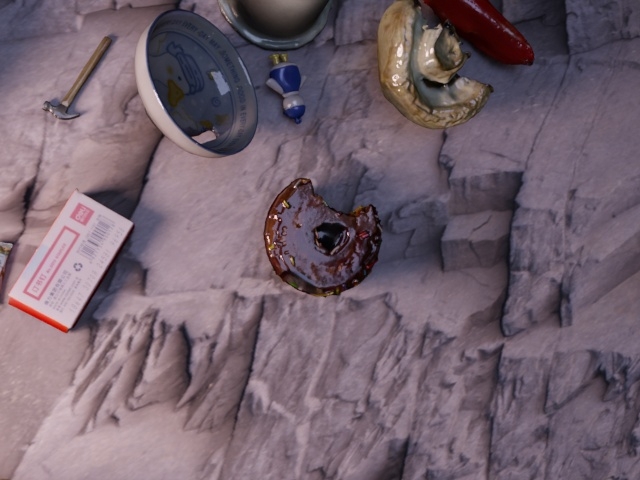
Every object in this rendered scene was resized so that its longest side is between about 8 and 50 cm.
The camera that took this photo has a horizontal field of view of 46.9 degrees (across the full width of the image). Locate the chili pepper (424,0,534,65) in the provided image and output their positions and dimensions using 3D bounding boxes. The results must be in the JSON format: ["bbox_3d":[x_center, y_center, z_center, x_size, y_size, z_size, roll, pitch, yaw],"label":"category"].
[{"bbox_3d":[0.300,-0.493,1.548,0.387,0.110,0.110,41,75,-10],"label":"chili pepper"}]

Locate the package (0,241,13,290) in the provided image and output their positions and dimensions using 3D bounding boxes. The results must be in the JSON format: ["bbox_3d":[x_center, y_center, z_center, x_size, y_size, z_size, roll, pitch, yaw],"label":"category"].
[{"bbox_3d":[-0.562,0.056,1.275,0.037,0.015,0.110,14,82,-21],"label":"package"}]

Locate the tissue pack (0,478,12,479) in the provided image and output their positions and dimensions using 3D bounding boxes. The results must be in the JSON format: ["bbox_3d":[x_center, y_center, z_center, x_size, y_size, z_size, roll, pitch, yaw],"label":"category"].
[{"bbox_3d":[-0.585,0.421,1.142,0.222,0.186,0.090,3,71,-16],"label":"tissue pack"}]

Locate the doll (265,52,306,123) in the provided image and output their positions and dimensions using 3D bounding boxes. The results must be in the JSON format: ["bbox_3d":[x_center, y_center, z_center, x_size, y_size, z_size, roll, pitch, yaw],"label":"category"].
[{"bbox_3d":[-0.062,-0.297,1.443,0.098,0.057,0.143,-18,91,-38],"label":"doll"}]

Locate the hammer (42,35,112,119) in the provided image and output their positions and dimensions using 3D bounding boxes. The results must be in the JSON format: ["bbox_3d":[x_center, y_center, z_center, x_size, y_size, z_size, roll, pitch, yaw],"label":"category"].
[{"bbox_3d":[-0.433,-0.298,1.351,0.062,0.017,0.182,32,75,-12],"label":"hammer"}]

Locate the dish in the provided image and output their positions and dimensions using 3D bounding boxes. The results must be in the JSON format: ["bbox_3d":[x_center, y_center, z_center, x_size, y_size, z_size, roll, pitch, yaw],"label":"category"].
[{"bbox_3d":[-0.251,-0.264,1.343,0.273,0.133,0.273,29,51,-44],"label":"dish"}]

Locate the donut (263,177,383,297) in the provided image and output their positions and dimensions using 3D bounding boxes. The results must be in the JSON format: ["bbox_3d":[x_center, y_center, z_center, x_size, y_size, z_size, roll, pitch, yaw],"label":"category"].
[{"bbox_3d":[-0.001,0.000,1.410,0.230,0.096,0.216,11,84,-16],"label":"donut"}]

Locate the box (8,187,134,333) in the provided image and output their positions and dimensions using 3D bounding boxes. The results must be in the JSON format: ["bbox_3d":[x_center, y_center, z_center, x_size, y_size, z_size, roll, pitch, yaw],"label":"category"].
[{"bbox_3d":[-0.436,0.038,1.297,0.123,0.050,0.229,30,77,-10],"label":"box"}]

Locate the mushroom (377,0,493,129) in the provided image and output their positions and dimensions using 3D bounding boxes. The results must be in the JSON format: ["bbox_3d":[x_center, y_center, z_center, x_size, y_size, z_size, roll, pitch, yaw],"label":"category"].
[{"bbox_3d":[0.192,-0.336,1.463,0.164,0.189,0.267,-45,122,-2],"label":"mushroom"}]

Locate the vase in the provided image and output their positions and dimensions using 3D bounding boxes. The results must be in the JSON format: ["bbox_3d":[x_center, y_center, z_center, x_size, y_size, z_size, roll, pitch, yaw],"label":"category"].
[{"bbox_3d":[-0.057,-0.514,1.348,0.245,0.291,0.245,2,82,-15],"label":"vase"}]
